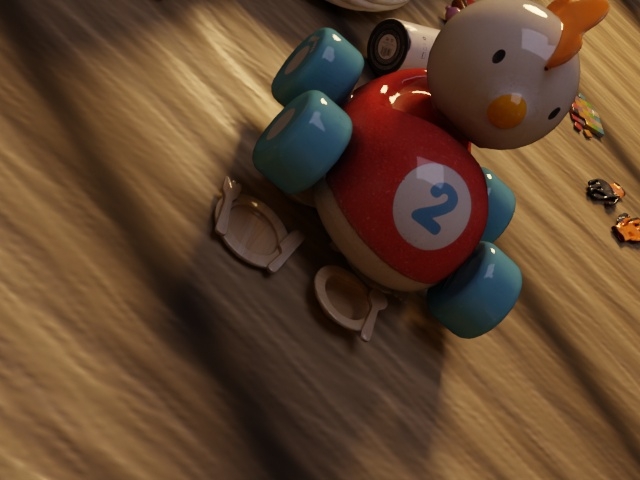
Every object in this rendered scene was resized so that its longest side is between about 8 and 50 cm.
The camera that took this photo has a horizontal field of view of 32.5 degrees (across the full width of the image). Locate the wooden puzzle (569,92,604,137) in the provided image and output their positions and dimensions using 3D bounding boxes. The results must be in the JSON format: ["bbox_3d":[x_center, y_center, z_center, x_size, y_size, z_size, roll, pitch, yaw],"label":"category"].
[{"bbox_3d":[0.309,-0.148,1.285,0.049,0.006,0.083,26,40,-26],"label":"wooden puzzle"}]

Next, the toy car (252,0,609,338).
[{"bbox_3d":[0.112,-0.094,0.808,0.219,0.238,0.210,39,30,-19],"label":"toy car"}]

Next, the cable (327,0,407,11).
[{"bbox_3d":[0.013,-0.344,1.103,0.257,0.089,0.257,2,54,-44],"label":"cable"}]

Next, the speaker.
[{"bbox_3d":[0.111,-0.179,1.072,0.136,0.055,0.055,2,55,-44],"label":"speaker"}]

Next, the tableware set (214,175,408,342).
[{"bbox_3d":[0.000,0.000,0.816,0.169,0.020,0.141,41,35,-7],"label":"tableware set"}]

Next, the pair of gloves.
[{"bbox_3d":[0.322,-0.033,1.184,0.074,0.010,0.083,-7,60,-48],"label":"pair of gloves"}]

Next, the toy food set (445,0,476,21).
[{"bbox_3d":[0.170,-0.242,1.224,0.078,0.019,0.122,36,37,-14],"label":"toy food set"}]
